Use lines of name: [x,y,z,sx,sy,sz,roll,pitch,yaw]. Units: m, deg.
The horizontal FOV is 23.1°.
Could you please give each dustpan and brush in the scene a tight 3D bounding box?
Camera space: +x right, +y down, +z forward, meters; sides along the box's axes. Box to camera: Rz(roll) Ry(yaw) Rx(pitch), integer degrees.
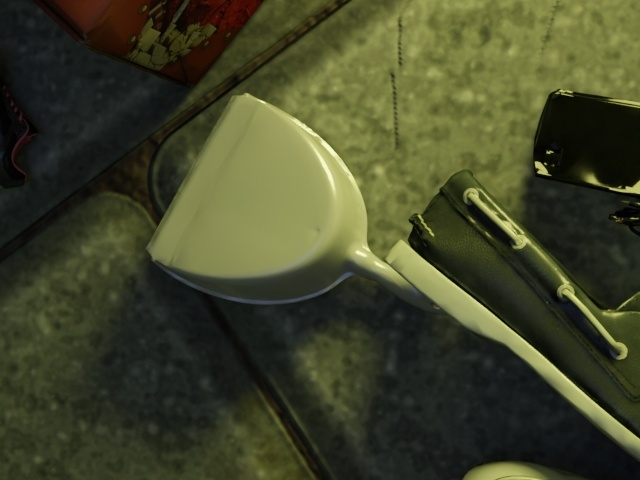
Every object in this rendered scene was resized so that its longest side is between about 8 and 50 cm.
dustpan and brush: [0.000,0.000,1.131,0.211,0.060,0.147,26,82,22]

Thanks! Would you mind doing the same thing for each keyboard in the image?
keyboard: [0.239,-0.041,1.078,0.192,0.038,0.100,13,67,17]

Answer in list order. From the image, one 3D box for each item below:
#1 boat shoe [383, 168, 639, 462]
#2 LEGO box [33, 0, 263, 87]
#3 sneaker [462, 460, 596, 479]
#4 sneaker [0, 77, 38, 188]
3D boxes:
boat shoe: [0.184,0.068,1.038,0.302,0.114,0.091,37,93,8]
LEGO box: [-0.187,-0.416,1.129,0.500,0.193,0.372,42,98,14]
sneaker: [0.206,0.200,1.044,0.235,0.095,0.090,23,93,-4]
sneaker: [-0.247,-0.094,1.212,0.057,0.047,0.119,-1,88,-3]
